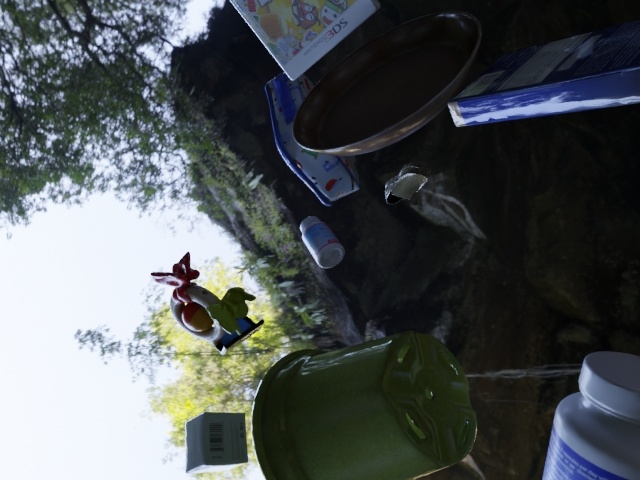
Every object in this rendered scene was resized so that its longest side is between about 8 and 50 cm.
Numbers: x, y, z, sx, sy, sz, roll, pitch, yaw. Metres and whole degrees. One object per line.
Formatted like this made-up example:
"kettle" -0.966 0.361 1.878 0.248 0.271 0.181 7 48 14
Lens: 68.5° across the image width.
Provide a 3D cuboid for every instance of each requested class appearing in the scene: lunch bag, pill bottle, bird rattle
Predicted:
"lunch bag" -0.024 -0.242 1.052 0.243 0.115 0.303 41 -155 -45
"pill bottle" 0.360 0.284 0.573 0.153 0.152 0.271 -5 -74 -33
"pill bottle" 0.000 0.000 1.376 0.087 0.087 0.160 1 -143 -32
"bird rattle" -0.301 0.164 1.141 0.254 0.206 0.143 24 -143 -2

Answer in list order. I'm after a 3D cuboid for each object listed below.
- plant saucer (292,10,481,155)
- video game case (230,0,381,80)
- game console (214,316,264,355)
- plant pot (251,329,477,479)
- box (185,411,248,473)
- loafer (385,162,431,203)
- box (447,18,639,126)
"plant saucer" 0.098 -0.231 0.716 0.050 0.311 0.310 49 -125 -34
"video game case" -0.047 -0.410 0.762 0.227 0.206 0.026 50 -138 -16
"game console" -0.217 0.228 1.201 0.122 0.107 0.071 -33 -103 -30
"plant pot" 0.080 0.262 0.714 0.276 0.254 0.275 25 -132 -31
"box" -0.214 0.414 0.963 0.102 0.087 0.101 19 -133 -38
"loafer" 0.175 -0.111 0.949 0.056 0.148 0.050 14 -107 -12
"box" 0.258 -0.170 0.463 0.136 0.225 0.036 -42 -64 -26
